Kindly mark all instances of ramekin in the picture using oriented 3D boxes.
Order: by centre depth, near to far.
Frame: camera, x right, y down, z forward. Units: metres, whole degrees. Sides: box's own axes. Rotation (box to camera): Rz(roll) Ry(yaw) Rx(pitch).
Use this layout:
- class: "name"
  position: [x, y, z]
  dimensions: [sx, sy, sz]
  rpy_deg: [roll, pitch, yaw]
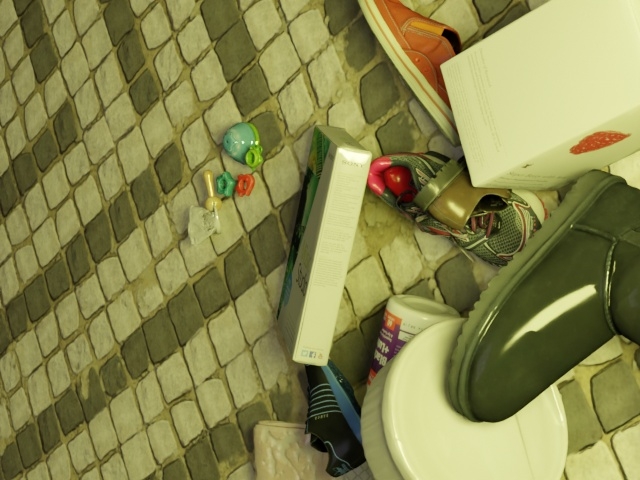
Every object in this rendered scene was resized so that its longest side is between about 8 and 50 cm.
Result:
- class: "ramekin"
  position: [0.176, 0.243, 1.769]
  dimensions: [0.127, 0.273, 0.272]
  rpy_deg: [-34, 64, 56]

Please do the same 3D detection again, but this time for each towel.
- class: "towel"
  position: [0.009, 0.449, 2.115]
  dimensions: [0.317, 0.053, 0.331]
  rpy_deg: [-5, 84, 46]

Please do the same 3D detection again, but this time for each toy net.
- class: "toy net"
  position: [-0.154, -0.081, 2.305]
  dimensions: [0.122, 0.045, 0.232]
  rpy_deg: [44, 121, 36]

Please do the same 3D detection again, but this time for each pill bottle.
- class: "pill bottle"
  position: [0.127, 0.183, 1.954]
  dimensions: [0.108, 0.108, 0.193]
  rpy_deg: [24, 106, 44]

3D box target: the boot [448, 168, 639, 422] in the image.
- class: "boot"
  position: [0.404, 0.128, 1.560]
  dimensions: [0.445, 0.146, 0.367]
  rpy_deg: [27, 80, 42]

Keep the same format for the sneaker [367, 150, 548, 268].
- class: "sneaker"
  position: [0.187, -0.040, 1.894]
  dimensions: [0.299, 0.112, 0.120]
  rpy_deg: [26, 108, 43]

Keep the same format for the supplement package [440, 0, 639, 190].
- class: "supplement package"
  position: [0.327, -0.194, 1.701]
  dimensions: [0.293, 0.178, 0.175]
  rpy_deg: [-28, 70, 43]

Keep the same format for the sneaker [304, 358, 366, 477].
- class: "sneaker"
  position: [0.009, 0.254, 2.052]
  dimensions: [0.090, 0.081, 0.232]
  rpy_deg: [-39, 38, 6]

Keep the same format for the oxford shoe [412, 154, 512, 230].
- class: "oxford shoe"
  position: [0.217, -0.080, 1.813]
  dimensions: [0.096, 0.227, 0.083]
  rpy_deg: [42, 143, 8]

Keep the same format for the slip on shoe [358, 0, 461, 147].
- class: "slip on shoe"
  position: [0.149, -0.271, 1.956]
  dimensions: [0.101, 0.123, 0.331]
  rpy_deg: [-35, 54, 5]

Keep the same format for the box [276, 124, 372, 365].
- class: "box"
  position: [0.000, 0.000, 2.048]
  dimensions: [0.232, 0.059, 0.321]
  rpy_deg: [-124, 46, -75]
